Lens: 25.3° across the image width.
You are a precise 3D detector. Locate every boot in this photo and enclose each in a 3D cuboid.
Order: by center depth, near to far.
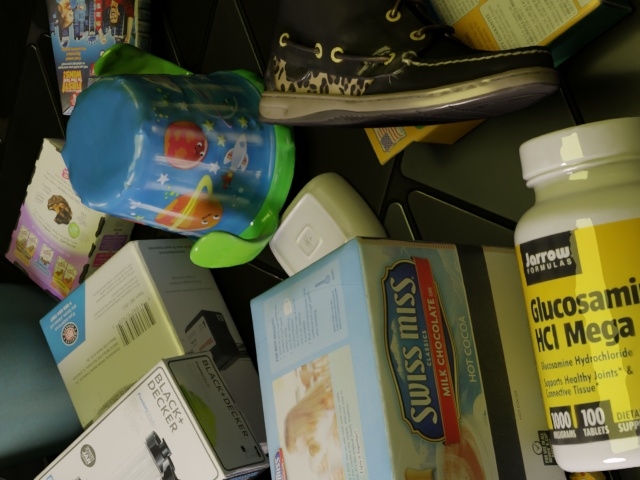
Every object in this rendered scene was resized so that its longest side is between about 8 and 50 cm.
[{"bbox_3d":[0.082,-0.267,1.534,0.377,0.138,0.284,0,90,44],"label":"boot"}]

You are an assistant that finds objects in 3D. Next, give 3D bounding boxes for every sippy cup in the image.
[{"bbox_3d":[-0.189,-0.111,1.779,0.305,0.224,0.240,19,99,44],"label":"sippy cup"}]

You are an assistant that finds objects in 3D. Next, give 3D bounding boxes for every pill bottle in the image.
[{"bbox_3d":[0.299,0.054,1.433,0.188,0.188,0.334,-15,82,38],"label":"pill bottle"}]

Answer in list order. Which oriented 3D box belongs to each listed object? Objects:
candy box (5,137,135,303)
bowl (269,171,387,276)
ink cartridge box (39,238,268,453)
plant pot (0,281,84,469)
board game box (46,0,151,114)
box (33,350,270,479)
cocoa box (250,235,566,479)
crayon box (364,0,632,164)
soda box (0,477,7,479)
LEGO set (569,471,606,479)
[{"bbox_3d":[-0.349,-0.024,2.022,0.165,0.070,0.196,36,113,33],"label":"candy box"},{"bbox_3d":[0.000,0.000,1.757,0.142,0.053,0.142,-52,60,26],"label":"bowl"},{"bbox_3d":[-0.212,0.183,1.879,0.223,0.129,0.307,-37,70,33],"label":"ink cartridge box"},{"bbox_3d":[-0.507,0.192,1.985,0.341,0.334,0.341,2,93,38],"label":"plant pot"},{"bbox_3d":[-0.304,-0.271,1.988,0.194,0.060,0.194,4,95,38],"label":"board game box"},{"bbox_3d":[-0.212,0.282,1.745,0.290,0.087,0.169,-41,68,31],"label":"box"},{"bbox_3d":[0.090,0.195,1.515,0.231,0.228,0.347,-31,61,51],"label":"cocoa box"},{"bbox_3d":[0.163,-0.251,1.602,0.323,0.083,0.203,-36,69,33],"label":"crayon box"},{"bbox_3d":[-0.334,0.430,1.904,0.286,0.091,0.098,27,112,-9],"label":"soda box"},{"bbox_3d":[0.304,0.278,1.498,0.227,0.087,0.093,-36,80,35],"label":"LEGO set"}]
